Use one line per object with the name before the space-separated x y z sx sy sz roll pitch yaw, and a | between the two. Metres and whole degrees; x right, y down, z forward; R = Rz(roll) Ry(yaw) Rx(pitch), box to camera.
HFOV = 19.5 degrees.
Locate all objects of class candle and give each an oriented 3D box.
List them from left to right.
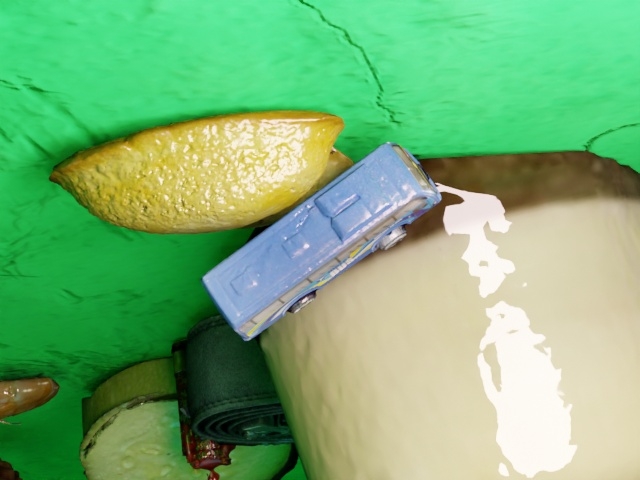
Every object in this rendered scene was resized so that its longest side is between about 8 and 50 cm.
candle | -0.104 0.154 1.677 0.052 0.131 0.052 -5 167 -1

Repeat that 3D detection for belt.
belt | 0.014 0.109 1.589 0.267 0.116 0.206 -6 164 9

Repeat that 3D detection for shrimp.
shrimp | -0.344 0.164 1.788 0.217 0.051 0.115 -16 164 25

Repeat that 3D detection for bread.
bread | -0.071 -0.030 1.152 0.187 0.065 0.149 -9 170 1

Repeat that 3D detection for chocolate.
chocolate | 0.110 0.115 1.321 0.326 0.297 0.314 0 159 -17

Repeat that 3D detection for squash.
squash | -0.129 0.166 1.821 0.220 0.133 0.220 -4 149 -2

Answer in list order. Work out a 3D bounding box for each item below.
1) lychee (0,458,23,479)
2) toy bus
lychee | -0.425 0.335 2.017 0.267 0.268 0.267 -5 165 -1
toy bus | 0.000 0.000 1.135 0.153 0.051 0.061 -36 170 4
